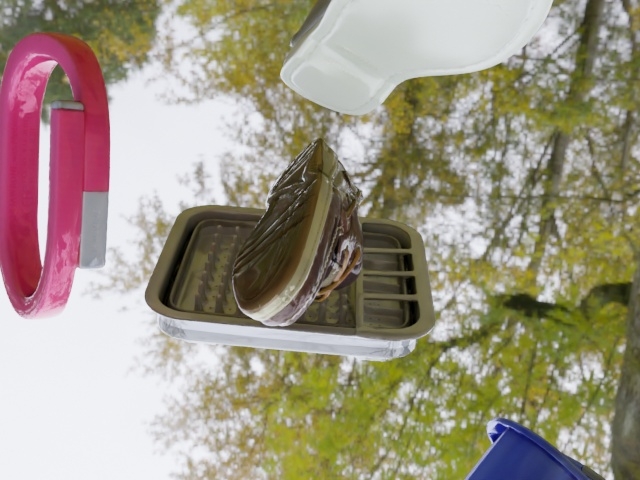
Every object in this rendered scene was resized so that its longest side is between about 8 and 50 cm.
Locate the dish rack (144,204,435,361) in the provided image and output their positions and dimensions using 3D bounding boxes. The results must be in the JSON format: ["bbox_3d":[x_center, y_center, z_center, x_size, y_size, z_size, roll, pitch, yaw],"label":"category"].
[{"bbox_3d":[-0.034,0.054,1.000,0.333,0.072,0.285,6,-150,-1],"label":"dish rack"}]

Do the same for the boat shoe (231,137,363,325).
[{"bbox_3d":[0.000,0.000,0.856,0.123,0.123,0.342,-42,-165,19],"label":"boat shoe"}]

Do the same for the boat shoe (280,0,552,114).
[{"bbox_3d":[0.058,-0.166,0.557,0.109,0.091,0.305,27,168,-19],"label":"boat shoe"}]

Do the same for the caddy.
[{"bbox_3d":[0.324,0.384,1.039,0.179,0.241,0.341,-40,-109,-15],"label":"caddy"}]

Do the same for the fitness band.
[{"bbox_3d":[-0.281,-0.063,0.808,0.054,0.290,0.209,-1,-171,-39],"label":"fitness band"}]
